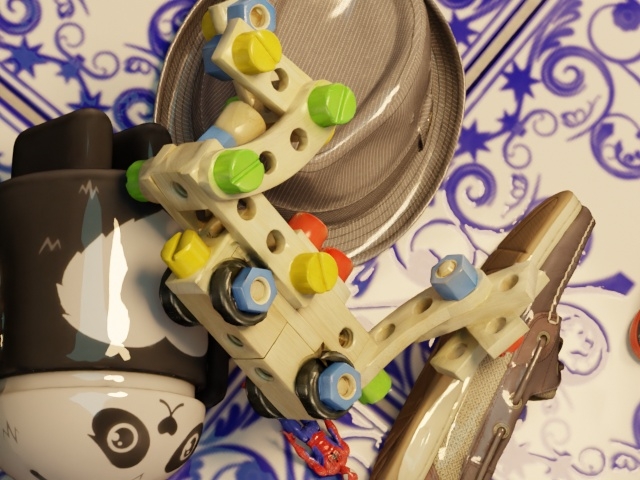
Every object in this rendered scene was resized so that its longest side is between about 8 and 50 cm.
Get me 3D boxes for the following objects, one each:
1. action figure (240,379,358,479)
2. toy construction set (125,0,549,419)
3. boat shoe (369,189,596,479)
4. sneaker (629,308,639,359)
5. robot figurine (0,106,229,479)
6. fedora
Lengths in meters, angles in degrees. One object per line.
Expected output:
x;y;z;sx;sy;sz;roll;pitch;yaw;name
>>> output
-0.012;0.144;1.426;0.038;0.030;0.115;-42;87;-20;action figure
0.000;0.000;1.309;0.327;0.151;0.215;42;60;-16;toy construction set
0.139;0.096;1.425;0.092;0.103;0.285;34;75;-8;boat shoe
0.300;0.026;1.477;0.061;0.065;0.158;24;75;-2;sneaker
-0.165;0.049;1.352;0.209;0.173;0.278;0;76;-6;robot figurine
-0.001;-0.120;1.441;0.243;0.124;0.275;28;74;0;fedora
